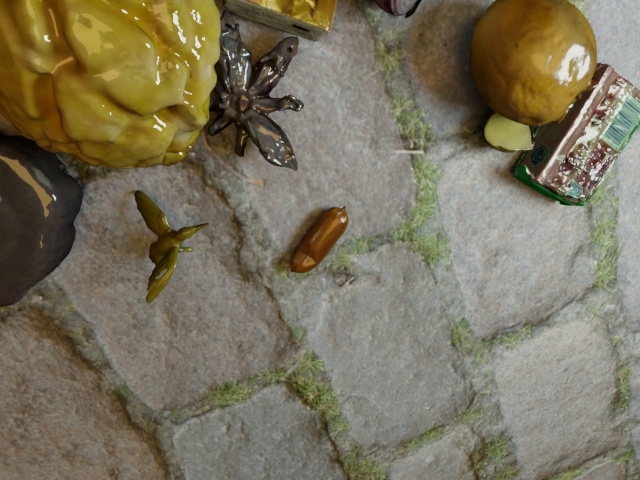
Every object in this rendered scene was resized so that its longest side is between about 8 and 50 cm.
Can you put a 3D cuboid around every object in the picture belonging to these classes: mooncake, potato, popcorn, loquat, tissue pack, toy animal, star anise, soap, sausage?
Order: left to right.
[{"bbox_3d":[-0.573,-0.043,0.723,0.305,0.154,0.307,-3,110,-8],"label":"mooncake"},{"bbox_3d":[-0.316,-0.276,0.570,0.353,0.390,0.345,11,121,-25],"label":"popcorn"},{"bbox_3d":[-0.282,-0.006,0.823,0.155,0.095,0.219,-18,80,-3],"label":"toy animal"},{"bbox_3d":[-0.127,-0.264,0.751,0.198,0.111,0.258,6,105,-1],"label":"star anise"},{"bbox_3d":[-0.050,-0.473,0.688,0.183,0.092,0.227,12,98,-18],"label":"tissue pack"},{"bbox_3d":[0.000,0.000,0.895,0.062,0.054,0.183,38,102,13],"label":"sausage"},{"bbox_3d":[0.382,-0.228,0.880,0.103,0.066,0.097,0,85,-1],"label":"potato"},{"bbox_3d":[0.374,-0.325,0.762,0.238,0.238,0.193,38,105,-20],"label":"loquat"},{"bbox_3d":[0.563,-0.217,0.897,0.217,0.098,0.274,24,103,-17],"label":"soap"}]

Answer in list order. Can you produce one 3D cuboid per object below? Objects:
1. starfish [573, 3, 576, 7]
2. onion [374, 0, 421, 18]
[{"bbox_3d":[0.483,-0.430,0.847,0.091,0.028,0.078,-12,116,-9],"label":"starfish"},{"bbox_3d":[0.143,-0.517,0.610,0.159,0.348,0.267,41,96,5],"label":"onion"}]
